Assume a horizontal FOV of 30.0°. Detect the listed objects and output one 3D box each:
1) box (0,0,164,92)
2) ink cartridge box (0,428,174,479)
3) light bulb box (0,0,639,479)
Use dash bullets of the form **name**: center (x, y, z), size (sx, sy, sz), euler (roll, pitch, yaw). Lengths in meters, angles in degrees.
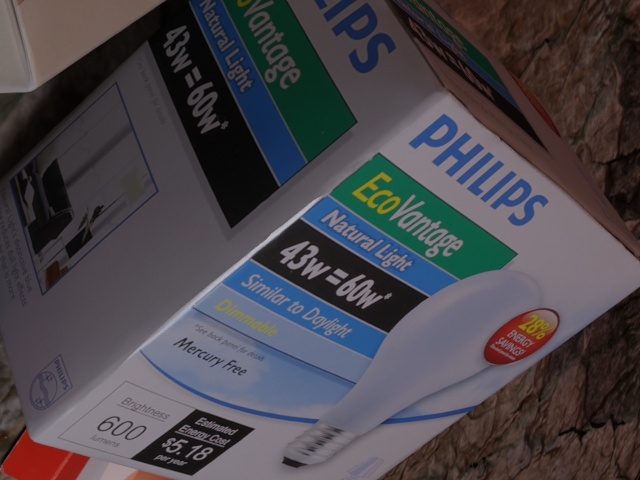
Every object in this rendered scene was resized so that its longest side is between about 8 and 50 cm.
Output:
- **box**: center (-0.163, -0.206, 0.746), size (0.311, 0.148, 0.121), euler (-54, 141, -53)
- **ink cartridge box**: center (-0.174, 0.180, 1.048), size (0.145, 0.045, 0.179), euler (-58, 141, -14)
- **light bulb box**: center (0.000, 0.000, 0.913), size (0.361, 0.225, 0.358), euler (-40, 143, 17)
